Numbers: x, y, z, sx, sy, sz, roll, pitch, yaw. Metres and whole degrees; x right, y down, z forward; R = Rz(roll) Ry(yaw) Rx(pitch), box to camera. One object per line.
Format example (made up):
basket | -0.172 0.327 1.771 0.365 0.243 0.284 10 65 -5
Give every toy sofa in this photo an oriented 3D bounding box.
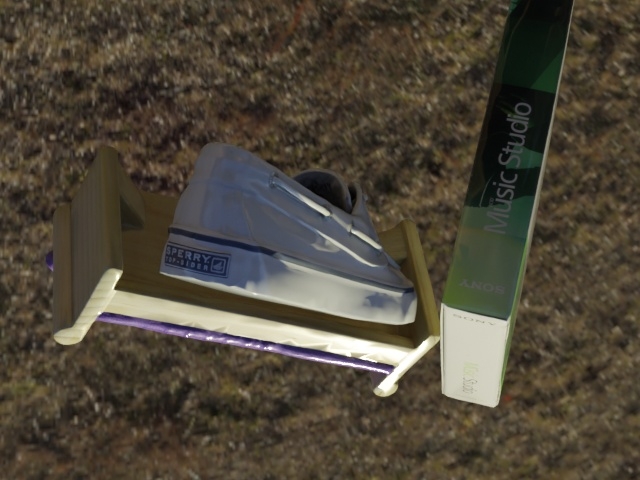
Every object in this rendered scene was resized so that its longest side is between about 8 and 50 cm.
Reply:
toy sofa | -0.079 0.053 1.101 0.363 0.150 0.177 13 136 -28

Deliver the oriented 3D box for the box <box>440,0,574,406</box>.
box | 0.159 -0.044 0.962 0.059 0.322 0.232 10 157 10

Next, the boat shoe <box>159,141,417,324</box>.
boat shoe | 0.000 0.000 0.677 0.095 0.258 0.084 11 87 22
